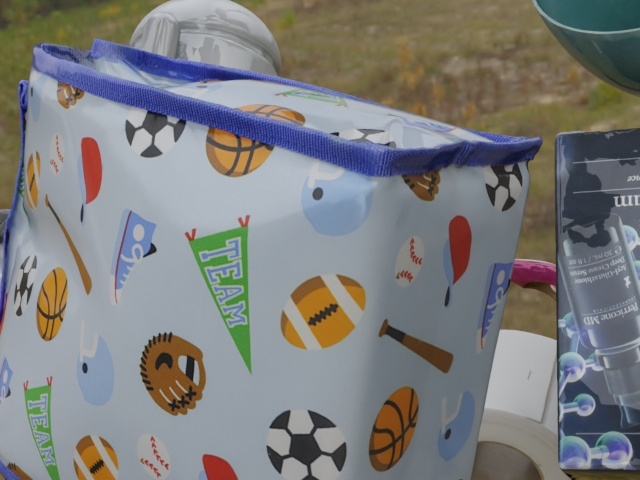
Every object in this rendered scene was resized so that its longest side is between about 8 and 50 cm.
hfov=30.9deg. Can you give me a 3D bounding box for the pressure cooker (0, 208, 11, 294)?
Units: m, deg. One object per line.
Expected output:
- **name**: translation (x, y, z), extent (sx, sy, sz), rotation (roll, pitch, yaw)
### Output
- **pressure cooker**: translation (-0.446, 0.145, 1.989), extent (0.420, 0.375, 0.370), rotation (9, 53, 18)

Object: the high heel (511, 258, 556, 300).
- **high heel**: translation (0.410, 0.108, 2.014), extent (0.244, 0.117, 0.082), rotation (15, -11, 2)

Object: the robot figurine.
- **robot figurine**: translation (-0.156, -0.161, 1.474), extent (0.199, 0.353, 0.300), rotation (-1, -22, 15)

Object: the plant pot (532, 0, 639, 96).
- **plant pot**: translation (0.423, -0.280, 1.401), extent (0.290, 0.195, 0.290), rotation (-19, 42, 19)

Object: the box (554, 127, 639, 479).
- **box**: translation (0.428, 0.081, 1.318), extent (0.293, 0.395, 0.212), rotation (-4, -19, 20)

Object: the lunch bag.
- **lunch bag**: translation (-0.075, 0.044, 0.807), extent (0.385, 0.328, 0.239), rotation (16, 13, 34)

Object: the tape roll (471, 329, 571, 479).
- **tape roll**: translation (0.261, 0.270, 1.620), extent (0.246, 0.246, 0.169), rotation (-3, 34, 24)
